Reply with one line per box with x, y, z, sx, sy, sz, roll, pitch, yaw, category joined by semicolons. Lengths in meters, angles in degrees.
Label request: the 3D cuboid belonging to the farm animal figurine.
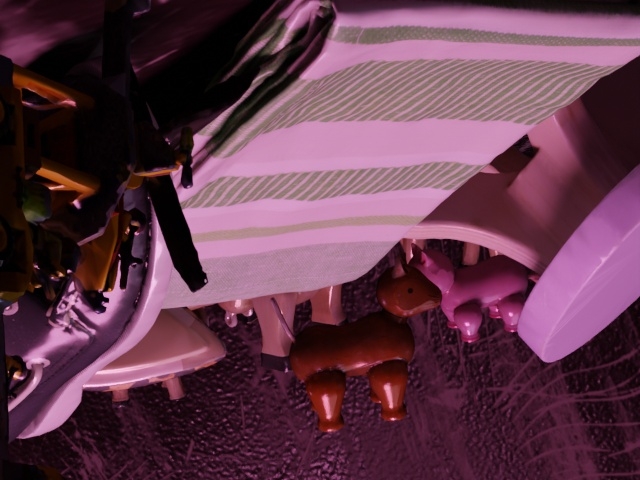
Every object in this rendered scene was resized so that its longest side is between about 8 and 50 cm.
0.000;0.000;1.107;0.327;0.172;0.330;0;-160;21;farm animal figurine

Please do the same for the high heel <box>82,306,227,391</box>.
-0.187;0.050;0.938;0.261;0.093;0.186;12;172;1;high heel

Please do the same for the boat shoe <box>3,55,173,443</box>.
-0.152;0.028;0.662;0.091;0.114;0.302;-17;154;-33;boat shoe

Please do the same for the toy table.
0.165;-0.040;0.949;0.252;0.161;0.274;-34;162;-25;toy table

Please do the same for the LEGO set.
-0.152;0.070;0.489;0.331;0.255;0.192;-30;149;29;LEGO set

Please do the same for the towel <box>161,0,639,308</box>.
0.013;-0.040;0.745;0.248;0.038;0.325;-7;157;-37;towel
